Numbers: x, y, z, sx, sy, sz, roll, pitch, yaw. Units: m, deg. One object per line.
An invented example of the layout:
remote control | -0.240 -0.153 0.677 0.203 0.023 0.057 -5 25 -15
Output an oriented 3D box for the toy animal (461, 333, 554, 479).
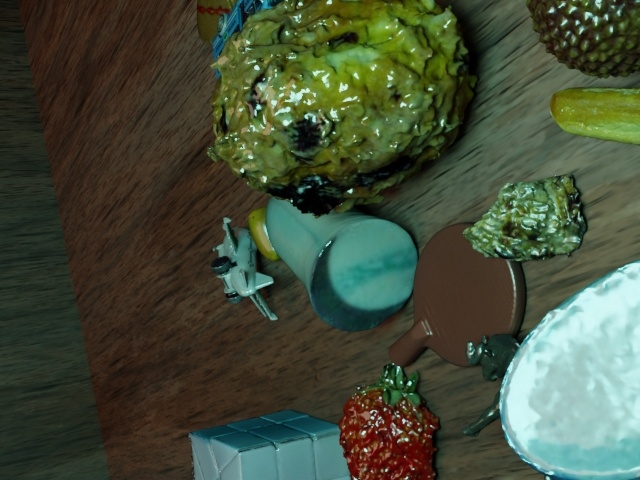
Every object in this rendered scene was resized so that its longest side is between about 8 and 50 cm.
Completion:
toy animal | 0.268 0.206 1.090 0.233 0.085 0.148 27 117 46

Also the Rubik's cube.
Rubik's cube | -0.091 0.454 1.591 0.231 0.225 0.221 -2 93 59

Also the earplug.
earplug | 0.000 0.000 1.429 0.324 0.185 0.184 39 128 56

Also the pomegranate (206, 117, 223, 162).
pomegranate | -0.113 -0.192 1.542 0.196 0.196 0.196 16 109 56

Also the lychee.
lychee | 0.297 -0.257 0.883 0.188 0.188 0.188 16 109 56

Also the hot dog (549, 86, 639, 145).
hot dog | 0.345 -0.138 0.947 0.216 0.047 0.066 14 122 56

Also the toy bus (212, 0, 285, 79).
toy bus | -0.099 -0.373 1.533 0.246 0.114 0.134 -38 49 54

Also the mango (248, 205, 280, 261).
mango | -0.102 -0.012 1.678 0.114 0.061 0.080 59 147 23

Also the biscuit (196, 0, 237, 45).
biscuit | -0.182 -0.511 1.722 0.262 0.052 0.277 38 127 49

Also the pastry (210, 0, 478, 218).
pastry | 0.004 -0.187 1.204 0.405 0.338 0.292 -21 74 58

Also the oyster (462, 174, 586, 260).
oyster | 0.255 -0.024 1.101 0.177 0.056 0.105 -4 98 47

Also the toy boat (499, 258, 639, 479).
toy boat | 0.346 0.143 0.925 0.330 0.123 0.215 -41 61 26

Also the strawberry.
strawberry | 0.100 0.339 1.376 0.188 0.106 0.286 1 97 60

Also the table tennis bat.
table tennis bat | 0.186 0.100 1.256 0.310 0.038 0.200 -54 51 47

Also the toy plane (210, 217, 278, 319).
toy plane | -0.163 0.043 1.718 0.255 0.101 0.251 -119 6 -57
